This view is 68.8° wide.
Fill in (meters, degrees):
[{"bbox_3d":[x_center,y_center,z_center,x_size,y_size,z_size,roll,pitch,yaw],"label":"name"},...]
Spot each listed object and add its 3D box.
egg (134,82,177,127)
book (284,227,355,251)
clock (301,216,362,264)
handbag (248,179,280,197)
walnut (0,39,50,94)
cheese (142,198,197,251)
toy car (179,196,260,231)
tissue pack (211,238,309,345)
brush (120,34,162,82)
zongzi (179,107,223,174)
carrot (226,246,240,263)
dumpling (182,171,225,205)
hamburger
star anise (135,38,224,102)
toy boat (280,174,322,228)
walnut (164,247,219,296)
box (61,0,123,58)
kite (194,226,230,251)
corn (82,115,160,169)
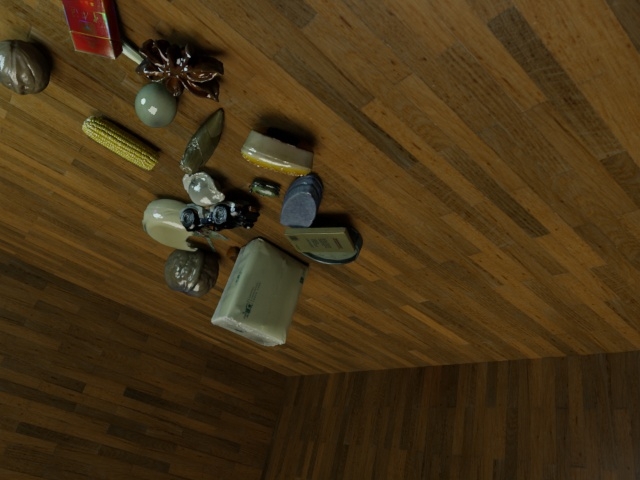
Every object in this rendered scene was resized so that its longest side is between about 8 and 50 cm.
[{"bbox_3d":[-0.466,-0.380,1.324,0.114,0.114,0.152,27,157,-20],"label":"egg"},{"bbox_3d":[0.000,0.000,1.710,0.231,0.026,0.161,0,153,19],"label":"book"},{"bbox_3d":[0.025,0.007,1.823,0.281,0.055,0.280,12,151,7],"label":"clock"},{"bbox_3d":[-0.189,-0.178,1.610,0.111,0.047,0.072,15,152,5],"label":"handbag"},{"bbox_3d":[-0.835,-0.482,1.305,0.140,0.140,0.162,26,164,-18],"label":"walnut"},{"bbox_3d":[-0.601,-0.062,1.924,0.233,0.127,0.266,20,152,-8],"label":"cheese"},{"bbox_3d":[-0.370,-0.095,1.756,0.301,0.118,0.193,-8,171,28],"label":"toy car"},{"bbox_3d":[-0.251,0.229,2.005,0.297,0.380,0.207,30,152,-26],"label":"tissue pack"},{"bbox_3d":[-0.485,-0.488,1.235,0.033,0.030,0.178,-30,134,28],"label":"brush"},{"bbox_3d":[-0.348,-0.288,1.383,0.078,0.160,0.176,30,149,-16],"label":"zongzi"},{"bbox_3d":[-0.354,0.113,2.172,0.067,0.067,0.225,-2,145,28],"label":"carrot"},{"bbox_3d":[-0.413,-0.189,1.652,0.188,0.108,0.127,12,127,35],"label":"dumpling"},{"bbox_3d":[-0.121,-0.250,1.352,0.210,0.173,0.116,19,113,-8],"label":"hamburger"},{"bbox_3d":[-0.349,-0.439,1.197,0.220,0.099,0.214,22,164,-21],"label":"star anise"},{"bbox_3d":[-0.065,-0.129,1.609,0.127,0.078,0.283,22,151,-6],"label":"toy boat"},{"bbox_3d":[-0.599,0.142,2.175,0.248,0.248,0.248,12,151,7],"label":"walnut"},{"bbox_3d":[-0.552,-0.537,1.122,0.112,0.048,0.175,13,137,4],"label":"box"},{"bbox_3d":[-0.505,-0.011,2.086,0.229,0.012,0.250,9,151,14],"label":"kite"},{"bbox_3d":[-0.657,-0.323,1.546,0.248,0.081,0.081,32,147,-27],"label":"corn"}]
